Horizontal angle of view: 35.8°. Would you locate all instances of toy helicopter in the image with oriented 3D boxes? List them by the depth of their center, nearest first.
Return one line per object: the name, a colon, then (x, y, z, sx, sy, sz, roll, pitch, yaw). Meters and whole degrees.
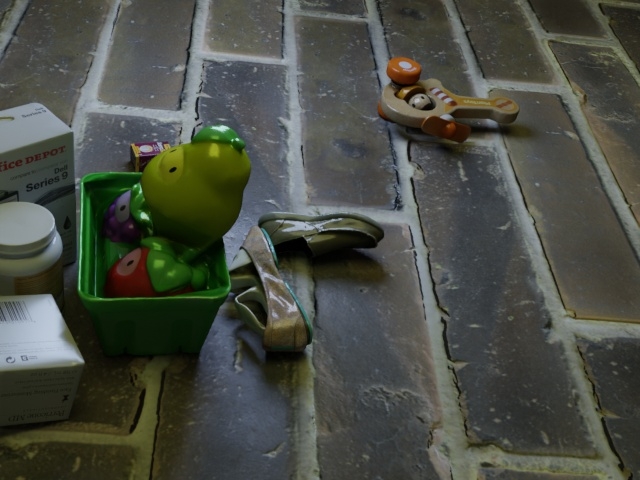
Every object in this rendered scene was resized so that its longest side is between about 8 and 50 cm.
toy helicopter: (0.320, -0.318, 2.399, 0.355, 0.140, 0.235, 2, 39, -14)

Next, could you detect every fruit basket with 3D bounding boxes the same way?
fruit basket: (-0.269, -0.032, 1.694, 0.282, 0.392, 0.392, 0, 37, -13)

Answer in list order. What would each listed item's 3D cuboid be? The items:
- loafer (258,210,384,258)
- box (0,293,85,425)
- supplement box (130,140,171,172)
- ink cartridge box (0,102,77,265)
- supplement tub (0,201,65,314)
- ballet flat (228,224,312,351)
loafer: (0.000, 0.000, 1.954, 0.251, 0.094, 0.087, 1, 61, 5)
box: (-0.487, 0.183, 1.532, 0.181, 0.119, 0.182, -1, 36, -36)
supplement box: (-0.365, -0.181, 2.143, 0.083, 0.043, 0.055, -7, 38, -22)
ink cartridge box: (-0.551, -0.072, 1.748, 0.211, 0.289, 0.121, -25, 48, -37)
supplement tub: (-0.506, 0.050, 1.668, 0.144, 0.200, 0.144, 6, 36, -4)
ballet flat: (-0.112, 0.083, 1.794, 0.106, 0.108, 0.316, -12, 39, -15)
